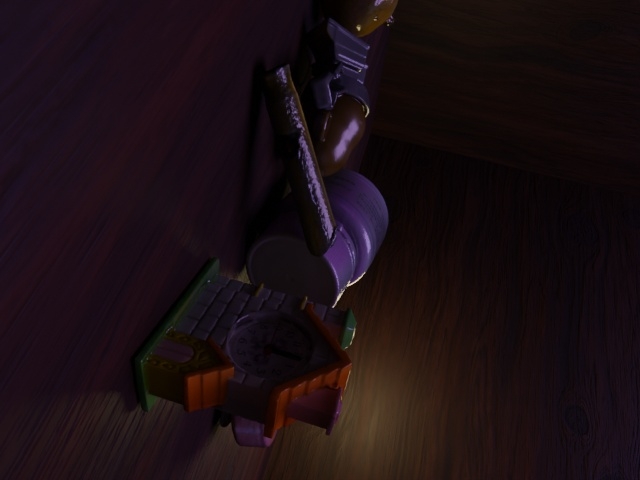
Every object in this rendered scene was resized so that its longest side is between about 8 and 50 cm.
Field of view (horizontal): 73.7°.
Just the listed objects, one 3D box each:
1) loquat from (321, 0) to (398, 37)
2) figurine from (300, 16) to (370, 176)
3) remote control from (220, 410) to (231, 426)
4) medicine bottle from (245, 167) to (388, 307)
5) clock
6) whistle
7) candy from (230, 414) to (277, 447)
[{"bbox_3d":[0.087,-0.518,0.904,0.172,0.205,0.149,-52,-133,28],"label":"loquat"},{"bbox_3d":[0.018,-0.274,0.904,0.342,0.167,0.284,23,72,-63],"label":"figurine"},{"bbox_3d":[-0.216,0.414,1.103,0.261,0.029,0.067,72,26,-81],"label":"remote control"},{"bbox_3d":[0.000,0.000,0.977,0.325,0.256,0.256,-54,160,-52],"label":"medicine bottle"},{"bbox_3d":[-0.083,0.154,0.607,0.219,0.255,0.106,-68,170,-54],"label":"clock"},{"bbox_3d":[-0.030,-0.126,0.727,0.068,0.057,0.326,-41,122,-44],"label":"whistle"},{"bbox_3d":[-0.152,0.374,1.063,0.255,0.094,0.255,1,90,-87],"label":"candy"}]
